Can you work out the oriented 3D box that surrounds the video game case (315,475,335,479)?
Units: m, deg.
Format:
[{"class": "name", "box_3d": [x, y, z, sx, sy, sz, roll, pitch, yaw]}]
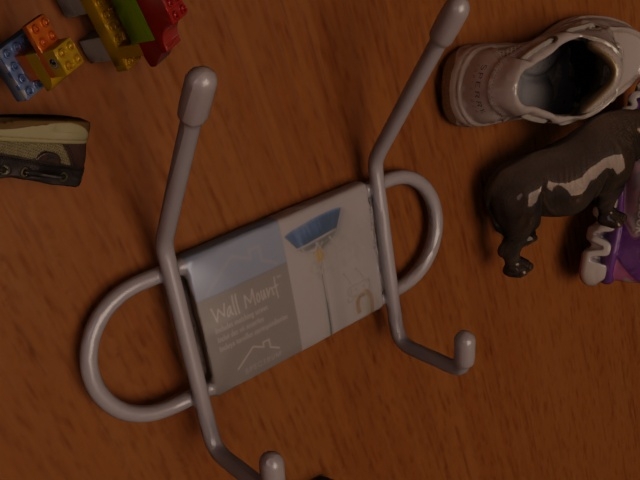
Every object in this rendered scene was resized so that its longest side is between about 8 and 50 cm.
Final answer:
[{"class": "video game case", "box_3d": [-0.041, 0.365, 0.684, 0.196, 0.026, 0.275, -25, 120, -55]}]

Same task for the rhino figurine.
[{"class": "rhino figurine", "box_3d": [0.262, -0.067, 0.779, 0.243, 0.073, 0.106, -28, 122, -3]}]

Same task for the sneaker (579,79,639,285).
[{"class": "sneaker", "box_3d": [0.350, -0.057, 0.861, 0.095, 0.104, 0.237, -11, 113, -63]}]

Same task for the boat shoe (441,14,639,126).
[{"class": "boat shoe", "box_3d": [0.237, -0.152, 0.759, 0.277, 0.096, 0.098, -21, 113, -35]}]

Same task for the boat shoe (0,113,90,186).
[{"class": "boat shoe", "box_3d": [-0.200, -0.044, 0.455, 0.152, 0.056, 0.049, -9, 103, -38]}]

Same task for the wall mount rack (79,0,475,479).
[{"class": "wall mount rack", "box_3d": [0.000, 0.000, 0.584, 0.350, 0.130, 0.304, -25, 117, -33]}]

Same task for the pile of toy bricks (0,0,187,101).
[{"class": "pile of toy bricks", "box_3d": [-0.145, -0.168, 0.412, 0.118, 0.105, 0.212, -56, 135, -41]}]
